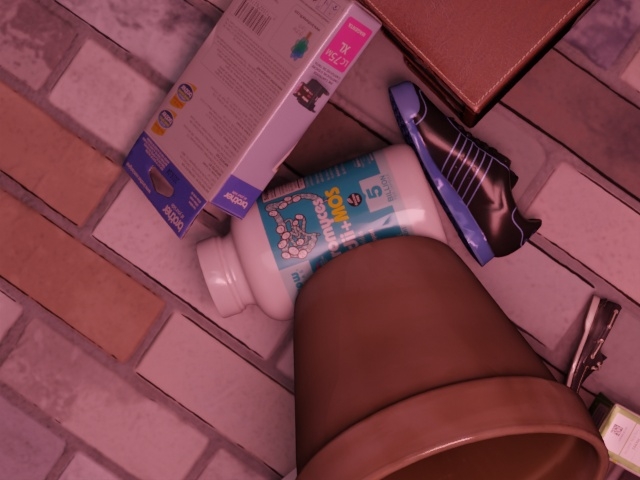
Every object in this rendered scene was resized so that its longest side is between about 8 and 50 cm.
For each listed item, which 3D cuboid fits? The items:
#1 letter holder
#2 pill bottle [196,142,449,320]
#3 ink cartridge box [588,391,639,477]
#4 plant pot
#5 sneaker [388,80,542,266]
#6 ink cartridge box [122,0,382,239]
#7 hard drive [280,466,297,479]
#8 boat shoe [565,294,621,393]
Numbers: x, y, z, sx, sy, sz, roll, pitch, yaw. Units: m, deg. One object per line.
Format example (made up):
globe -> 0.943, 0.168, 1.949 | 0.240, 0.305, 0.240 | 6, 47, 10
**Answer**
letter holder -> 0.200, -0.310, 1.615 | 0.214, 0.152, 0.302 | 45, 92, 4
pill bottle -> 0.000, 0.000, 1.623 | 0.264, 0.146, 0.146 | -21, 89, 2
ink cartridge box -> 0.396, 0.249, 1.627 | 0.209, 0.109, 0.062 | 28, 91, 1
plant pot -> 0.099, 0.161, 1.515 | 0.323, 0.323, 0.280 | -20, 56, 2
sneaker -> 0.163, -0.089, 1.654 | 0.090, 0.081, 0.232 | -30, 96, -1
ink cartridge box -> -0.083, -0.157, 1.603 | 0.065, 0.186, 0.311 | 31, 100, -42
hard drive -> 0.116, 0.363, 1.626 | 0.233, 0.047, 0.353 | -40, 75, 1
boat shoe -> 0.309, 0.126, 1.664 | 0.038, 0.046, 0.125 | 18, 83, 7
